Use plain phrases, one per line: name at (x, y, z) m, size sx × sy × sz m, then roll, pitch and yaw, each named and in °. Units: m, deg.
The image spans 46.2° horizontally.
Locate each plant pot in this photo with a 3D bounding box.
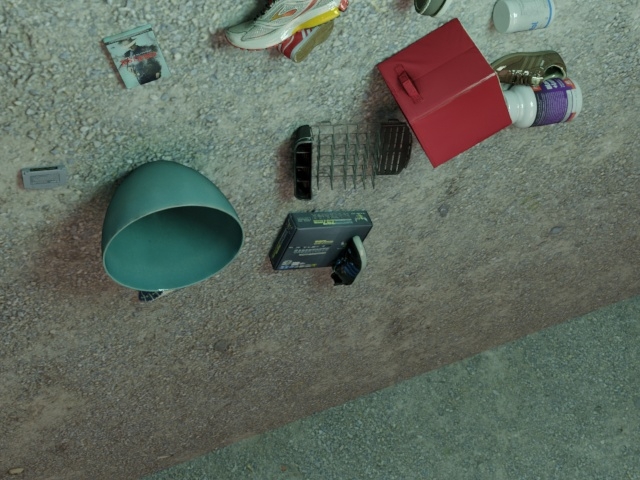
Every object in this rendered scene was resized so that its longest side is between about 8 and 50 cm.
plant pot at (-0.327, -0.053, 1.580) m, size 0.290 × 0.195 × 0.290 m, roll -16°, pitch 147°, yaw -10°

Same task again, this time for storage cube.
storage cube at (0.261, -0.305, 1.570) m, size 0.193 × 0.183 × 0.215 m, roll -30°, pitch 146°, yaw 10°

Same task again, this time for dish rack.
dish rack at (0.073, -0.185, 1.701) m, size 0.272 × 0.074 × 0.208 m, roll -3°, pitch 147°, yaw -4°

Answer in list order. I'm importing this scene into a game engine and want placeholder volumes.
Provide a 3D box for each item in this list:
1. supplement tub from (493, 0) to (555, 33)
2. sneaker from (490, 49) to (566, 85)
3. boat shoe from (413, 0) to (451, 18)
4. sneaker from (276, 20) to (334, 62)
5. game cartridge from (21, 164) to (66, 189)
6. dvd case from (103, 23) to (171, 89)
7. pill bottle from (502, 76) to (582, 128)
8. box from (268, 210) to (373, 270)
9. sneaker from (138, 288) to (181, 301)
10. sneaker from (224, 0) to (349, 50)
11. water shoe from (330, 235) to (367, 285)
supplement tub at (0.416, -0.463, 1.532) m, size 0.107 × 0.071 × 0.071 m, roll -12°, pitch 147°, yaw -15°
sneaker at (0.466, -0.380, 1.684) m, size 0.189 × 0.071 × 0.066 m, roll -15°, pitch 148°, yaw -11°
boat shoe at (0.196, -0.522, 1.285) m, size 0.091 × 0.109 × 0.305 m, roll -10°, pitch 140°, yaw -17°
sneaker at (-0.032, -0.388, 1.414) m, size 0.118 × 0.067 × 0.042 m, roll -46°, pitch 151°, yaw -19°
game cartridge at (-0.555, -0.126, 1.507) m, size 0.083 × 0.017 × 0.056 m, roll -7°, pitch 142°, yaw -22°
dvd case at (-0.327, -0.328, 1.345) m, size 0.087 × 0.013 × 0.119 m, roll -19°, pitch 147°, yaw -4°
pill bottle at (0.503, -0.321, 1.760) m, size 0.194 × 0.108 × 0.108 m, roll -11°, pitch 146°, yaw -18°
box at (0.000, 0.000, 1.983) m, size 0.233 × 0.059 × 0.183 m, roll -3°, pitch 143°, yaw -29°
sneaker at (-0.405, 0.131, 1.946) m, size 0.135 × 0.052 × 0.058 m, roll -22°, pitch 152°, yaw 1°
sneaker at (-0.069, -0.411, 1.327) m, size 0.225 × 0.088 × 0.092 m, roll -25°, pitch 127°, yaw 5°
water shoe at (0.072, 0.065, 2.001) m, size 0.080 × 0.072 × 0.203 m, roll -13°, pitch 147°, yaw -14°
